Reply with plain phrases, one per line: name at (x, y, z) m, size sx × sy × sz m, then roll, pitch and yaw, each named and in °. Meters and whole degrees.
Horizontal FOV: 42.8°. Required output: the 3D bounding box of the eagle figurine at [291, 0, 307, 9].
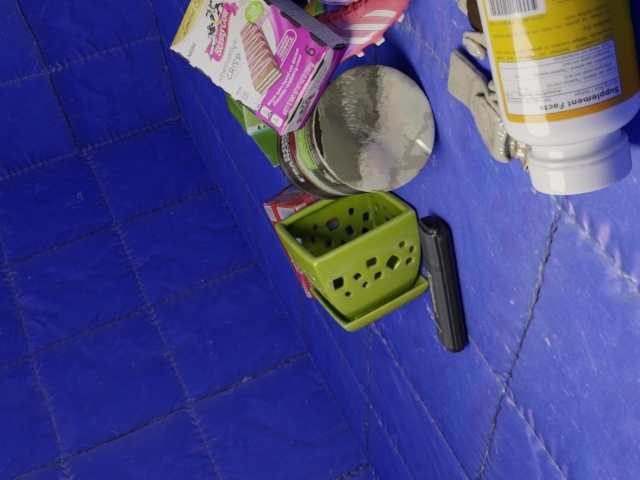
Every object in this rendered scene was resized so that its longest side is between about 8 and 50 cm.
eagle figurine at (-0.064, -0.385, 1.404) m, size 0.226 × 0.225 × 0.298 m, roll 53°, pitch 155°, yaw 33°

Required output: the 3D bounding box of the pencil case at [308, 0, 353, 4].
pencil case at (0.017, -0.446, 1.209) m, size 0.086 × 0.088 × 0.206 m, roll 81°, pitch -175°, yaw -62°

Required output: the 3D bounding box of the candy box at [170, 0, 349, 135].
candy box at (-0.095, -0.291, 1.221) m, size 0.233 × 0.071 × 0.159 m, roll 39°, pitch 120°, yaw 13°

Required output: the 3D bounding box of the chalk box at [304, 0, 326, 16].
chalk box at (-0.090, -0.523, 1.539) m, size 0.132 × 0.132 × 0.213 m, roll 47°, pitch 157°, yaw 57°

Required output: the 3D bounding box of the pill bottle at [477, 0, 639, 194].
pill bottle at (0.237, -0.176, 0.801) m, size 0.136 × 0.136 × 0.245 m, roll -142°, pitch 32°, yaw -65°

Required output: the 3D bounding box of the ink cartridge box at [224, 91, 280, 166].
ink cartridge box at (-0.072, -0.287, 1.728) m, size 0.255 × 0.189 × 0.097 m, roll 53°, pitch 159°, yaw 43°

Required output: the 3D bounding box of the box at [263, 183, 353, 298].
box at (0.000, 0.000, 1.791) m, size 0.128 × 0.122 × 0.257 m, roll 8°, pitch 129°, yaw 53°

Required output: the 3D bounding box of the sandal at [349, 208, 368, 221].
sandal at (0.029, -0.036, 1.951) m, size 0.169 × 0.102 × 0.416 m, roll 53°, pitch 154°, yaw -2°

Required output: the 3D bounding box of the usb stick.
usb stick at (0.221, 0.082, 1.476) m, size 0.077 × 0.045 × 0.278 m, roll 46°, pitch 155°, yaw 56°

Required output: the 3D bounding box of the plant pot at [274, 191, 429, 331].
plant pot at (0.071, 0.036, 1.625) m, size 0.228 × 0.227 × 0.207 m, roll 44°, pitch 159°, yaw 58°

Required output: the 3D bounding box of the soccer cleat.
soccer cleat at (0.031, -0.319, 1.233) m, size 0.095 × 0.248 × 0.083 m, roll 44°, pitch -142°, yaw -19°

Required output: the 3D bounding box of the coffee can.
coffee can at (0.051, -0.176, 1.394) m, size 0.201 × 0.201 × 0.275 m, roll 69°, pitch 166°, yaw -6°

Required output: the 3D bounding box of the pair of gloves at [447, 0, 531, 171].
pair of gloves at (0.218, -0.211, 1.029) m, size 0.204 × 0.042 × 0.240 m, roll 59°, pitch 165°, yaw 31°
